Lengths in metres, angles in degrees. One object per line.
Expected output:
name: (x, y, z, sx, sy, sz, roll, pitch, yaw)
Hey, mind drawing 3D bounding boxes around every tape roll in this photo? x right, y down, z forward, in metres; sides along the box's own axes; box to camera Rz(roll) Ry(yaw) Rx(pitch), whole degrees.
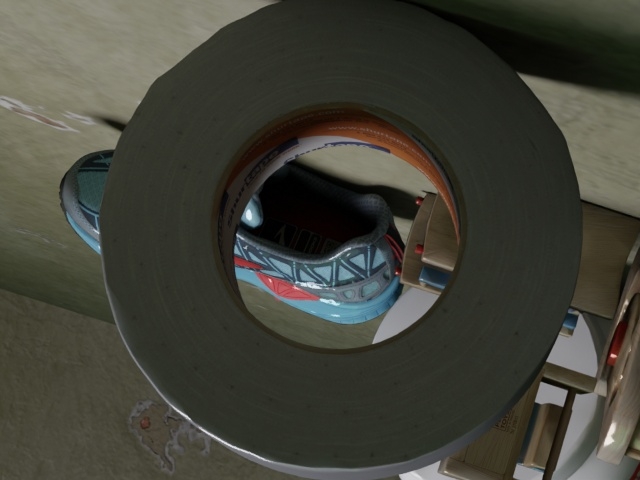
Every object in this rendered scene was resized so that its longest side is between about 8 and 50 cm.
tape roll: (0.010, 0.000, 0.782, 0.219, 0.219, 0.072, 17, 171, 6)

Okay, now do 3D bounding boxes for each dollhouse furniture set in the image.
dollhouse furniture set: (0.105, 0.064, 1.077, 0.129, 0.184, 0.129, 18, 171, -1)

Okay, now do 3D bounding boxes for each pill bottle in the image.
pill bottle: (0.167, 0.142, 1.332, 0.210, 0.210, 0.363, 14, 170, 22)

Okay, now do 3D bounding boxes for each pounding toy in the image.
pounding toy: (0.250, 0.078, 0.991, 0.154, 0.154, 0.269, 17, 171, 6)

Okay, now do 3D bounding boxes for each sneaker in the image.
sneaker: (-0.061, -0.029, 1.206, 0.261, 0.104, 0.125, 13, 153, 4)
